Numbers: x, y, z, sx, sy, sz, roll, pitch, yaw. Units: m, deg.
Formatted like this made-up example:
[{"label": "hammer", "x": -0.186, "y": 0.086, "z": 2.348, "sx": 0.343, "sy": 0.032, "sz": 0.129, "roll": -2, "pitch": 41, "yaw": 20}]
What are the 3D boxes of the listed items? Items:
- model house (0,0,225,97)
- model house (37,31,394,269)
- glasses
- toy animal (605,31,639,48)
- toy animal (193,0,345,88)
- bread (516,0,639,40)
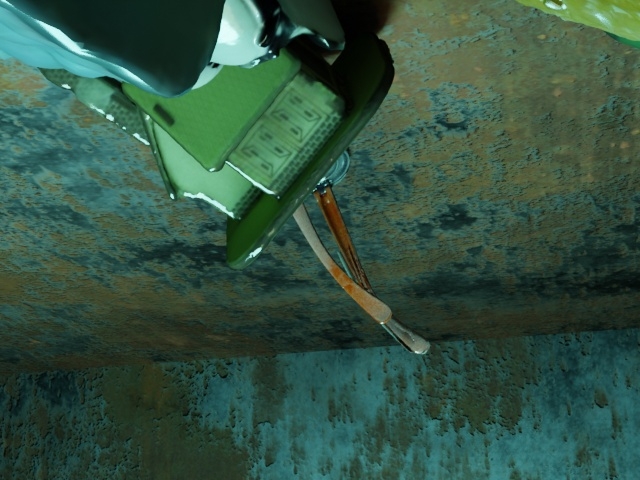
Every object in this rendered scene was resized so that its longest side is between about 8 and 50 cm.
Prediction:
[{"label": "model house", "x": -0.205, "y": -0.228, "z": 0.421, "sx": 0.339, "sy": 0.297, "sz": 0.360, "roll": 6, "pitch": 169, "yaw": 35}, {"label": "model house", "x": -0.108, "y": -0.152, "z": 1.048, "sx": 0.278, "sy": 0.218, "sz": 0.205, "roll": 37, "pitch": -166, "yaw": -16}, {"label": "glasses", "x": 0.000, "y": 0.000, "z": 1.327, "sx": 0.118, "sy": 0.268, "sz": 0.234, "roll": -24, "pitch": 159, "yaw": 7}, {"label": "toy animal", "x": 0.307, "y": -0.206, "z": 0.757, "sx": 0.338, "sy": 0.216, "sz": 0.191, "roll": -2, "pitch": -169, "yaw": 11}, {"label": "toy animal", "x": -0.096, "y": -0.172, "z": 0.893, "sx": 0.179, "sy": 0.138, "sz": 0.166, "roll": -11, "pitch": 127, "yaw": 26}, {"label": "bread", "x": 0.118, "y": -0.223, "z": 0.609, "sx": 0.246, "sy": 0.195, "sz": 0.176, "roll": 27, "pitch": -179, "yaw": -5}]
